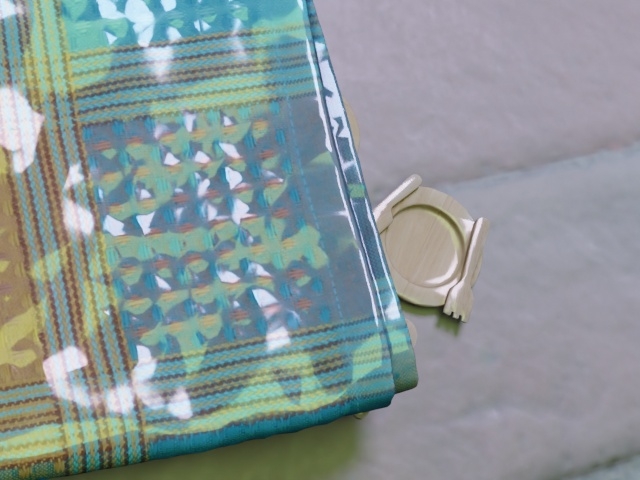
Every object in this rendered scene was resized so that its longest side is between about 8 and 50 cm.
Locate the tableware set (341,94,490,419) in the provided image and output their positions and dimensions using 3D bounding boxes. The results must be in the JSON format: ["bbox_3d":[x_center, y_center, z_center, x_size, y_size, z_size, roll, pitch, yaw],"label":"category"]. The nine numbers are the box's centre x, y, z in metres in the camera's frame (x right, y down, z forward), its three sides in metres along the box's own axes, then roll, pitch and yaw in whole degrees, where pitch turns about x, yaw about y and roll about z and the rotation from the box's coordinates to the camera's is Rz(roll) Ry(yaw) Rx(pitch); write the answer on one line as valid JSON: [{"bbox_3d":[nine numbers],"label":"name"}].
[{"bbox_3d":[0.000,0.000,0.853,0.168,0.020,0.141,38,63,-5],"label":"tableware set"}]

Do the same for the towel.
[{"bbox_3d":[-0.155,-0.022,0.780,0.370,0.040,0.271,-9,76,-20],"label":"towel"}]
